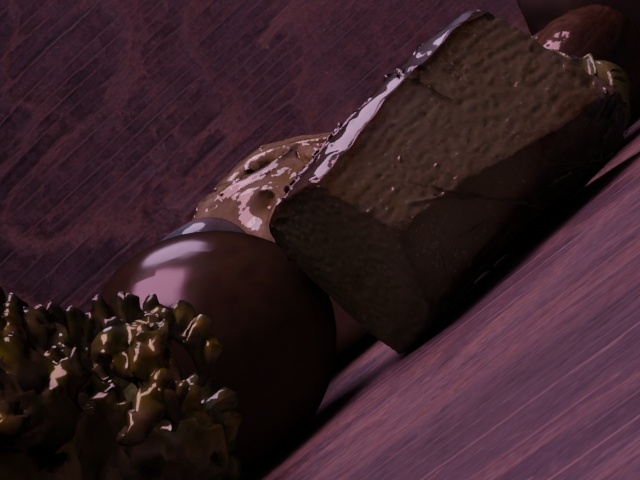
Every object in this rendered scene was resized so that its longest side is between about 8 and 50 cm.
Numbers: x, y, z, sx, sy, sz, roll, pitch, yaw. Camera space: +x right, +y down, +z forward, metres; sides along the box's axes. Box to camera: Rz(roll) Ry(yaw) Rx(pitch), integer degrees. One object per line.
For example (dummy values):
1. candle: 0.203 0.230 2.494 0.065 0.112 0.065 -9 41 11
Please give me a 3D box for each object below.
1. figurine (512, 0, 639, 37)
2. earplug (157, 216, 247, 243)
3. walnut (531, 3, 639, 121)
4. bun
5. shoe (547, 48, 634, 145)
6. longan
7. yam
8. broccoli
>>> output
1. figurine: 0.294 -0.238 2.213 0.380 0.248 0.203 -55 -2 37
2. earplug: -0.160 0.105 2.002 0.185 0.185 0.324 -43 -16 -55
3. walnut: 0.272 -0.169 2.038 0.162 0.140 0.140 -33 -2 -30
4. bun: 0.000 0.000 2.148 0.326 0.234 0.362 -35 8 -2
5. shoe: 0.189 -0.111 1.936 0.262 0.128 0.140 -28 37 39
6. longan: -0.103 0.096 1.786 0.248 0.248 0.248 -40 2 1
7. yam: 0.105 -0.044 1.740 0.271 0.202 0.201 -43 -19 -29
8. broccoli: -0.216 0.184 1.537 0.272 0.334 0.324 8 59 41
